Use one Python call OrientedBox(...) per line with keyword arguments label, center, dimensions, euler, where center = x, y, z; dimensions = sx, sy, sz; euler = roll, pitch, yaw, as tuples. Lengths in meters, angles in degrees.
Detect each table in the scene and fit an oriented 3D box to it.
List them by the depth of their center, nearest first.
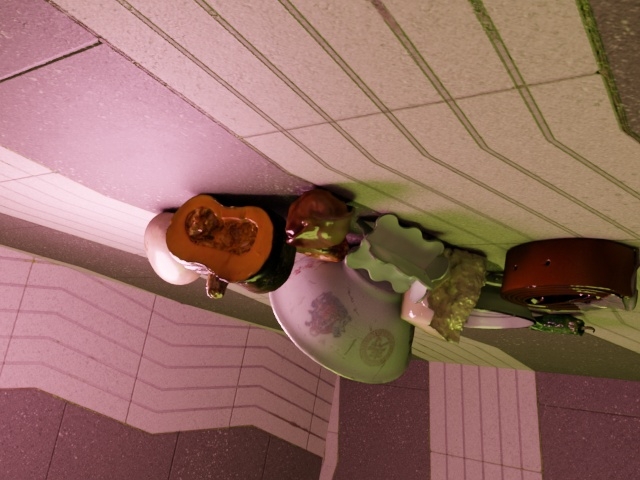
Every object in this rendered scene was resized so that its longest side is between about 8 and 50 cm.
OrientedBox(label="table", center=(0.170, 0.032, 1.655), dimensions=(0.198, 0.167, 0.166), euler=(27, 160, -28))

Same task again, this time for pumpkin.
OrientedBox(label="pumpkin", center=(-0.190, 0.039, 1.724), dimensions=(0.324, 0.242, 0.232), euler=(19, 166, 33))

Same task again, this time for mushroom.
OrientedBox(label="mushroom", center=(-0.367, 0.010, 1.946), dimensions=(0.204, 0.204, 0.204), euler=(10, 166, 3))

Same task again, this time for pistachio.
OrientedBox(label="pistachio", center=(-0.011, -0.044, 1.552), dimensions=(0.165, 0.131, 0.210), euler=(-25, -176, -23))

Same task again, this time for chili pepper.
OrientedBox(label="chili pepper", center=(0.742, 0.259, 2.274), dimensions=(0.278, 0.065, 0.122), euler=(5, 169, 38))

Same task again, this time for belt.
OrientedBox(label="belt", center=(0.556, 0.086, 1.627), dimensions=(0.217, 0.122, 0.338), euler=(19, 164, -25))

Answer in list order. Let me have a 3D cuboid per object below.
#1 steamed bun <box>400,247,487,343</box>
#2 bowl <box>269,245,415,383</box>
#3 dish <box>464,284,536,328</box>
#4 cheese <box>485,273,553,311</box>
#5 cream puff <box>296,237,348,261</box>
OrientedBox(label="steamed bun", center=(0.302, 0.129, 1.762), dimensions=(0.199, 0.226, 0.170), euler=(11, 166, 5))
OrientedBox(label="bowl", center=(0.102, 0.144, 1.885), dimensions=(0.434, 0.435, 0.196), euler=(18, 123, -27))
OrientedBox(label="dish", center=(0.473, 0.185, 2.112), dimensions=(0.316, 0.106, 0.316), euler=(8, 165, 2))
OrientedBox(label="cheese", center=(0.536, 0.123, 1.860), dimensions=(0.255, 0.127, 0.050), euler=(11, 126, 42))
OrientedBox(label="cream puff", center=(0.000, 0.000, 1.775), dimensions=(0.149, 0.085, 0.149), euler=(14, 169, 3))
